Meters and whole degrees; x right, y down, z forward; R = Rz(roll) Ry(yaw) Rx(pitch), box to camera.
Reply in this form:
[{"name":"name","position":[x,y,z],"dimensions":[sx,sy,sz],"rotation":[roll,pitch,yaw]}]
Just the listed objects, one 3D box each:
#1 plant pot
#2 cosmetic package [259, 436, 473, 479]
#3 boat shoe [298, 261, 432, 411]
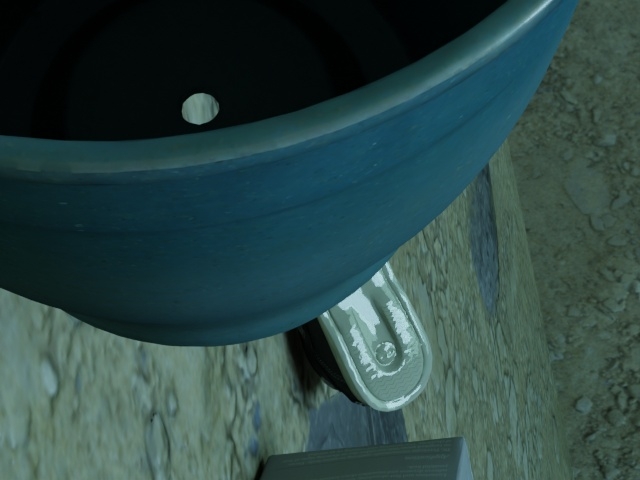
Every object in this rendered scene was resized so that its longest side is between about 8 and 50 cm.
[{"name":"plant pot","position":[-0.048,-0.089,0.491],"dimensions":[0.255,0.272,0.271],"rotation":[91,-2,-67]},{"name":"cosmetic package","position":[0.016,0.207,0.833],"dimensions":[0.238,0.127,0.107],"rotation":[-68,148,-61]},{"name":"boat shoe","position":[0.000,0.000,1.028],"dimensions":[0.079,0.084,0.233],"rotation":[15,-54,63]}]
